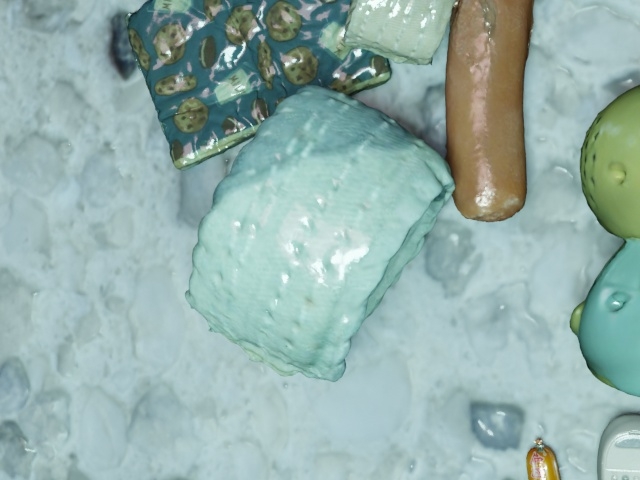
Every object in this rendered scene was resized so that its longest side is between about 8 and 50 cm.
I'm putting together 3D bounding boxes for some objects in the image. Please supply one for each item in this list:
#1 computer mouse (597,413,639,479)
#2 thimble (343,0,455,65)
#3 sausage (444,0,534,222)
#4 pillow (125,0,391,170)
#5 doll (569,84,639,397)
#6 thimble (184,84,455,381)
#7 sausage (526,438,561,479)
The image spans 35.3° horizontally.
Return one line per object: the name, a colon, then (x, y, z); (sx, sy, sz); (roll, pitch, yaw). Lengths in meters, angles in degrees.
computer mouse: (0.280, 0.201, 0.893); (0.065, 0.039, 0.096); (0, 95, 17)
thimble: (0.077, -0.224, 0.924); (0.090, 0.102, 0.115); (17, 87, -6)
sausage: (0.160, -0.179, 0.922); (0.087, 0.079, 0.327); (5, 88, 27)
pillow: (-0.067, -0.200, 1.015); (0.255, 0.034, 0.189); (-23, 80, 16)
doll: (0.293, -0.006, 0.829); (0.161, 0.177, 0.261); (3, 93, 16)
thimble: (0.000, 0.000, 0.896); (0.171, 0.205, 0.250); (34, 97, 11)
sausage: (0.207, 0.235, 0.916); (0.031, 0.031, 0.107); (-11, 85, 16)
